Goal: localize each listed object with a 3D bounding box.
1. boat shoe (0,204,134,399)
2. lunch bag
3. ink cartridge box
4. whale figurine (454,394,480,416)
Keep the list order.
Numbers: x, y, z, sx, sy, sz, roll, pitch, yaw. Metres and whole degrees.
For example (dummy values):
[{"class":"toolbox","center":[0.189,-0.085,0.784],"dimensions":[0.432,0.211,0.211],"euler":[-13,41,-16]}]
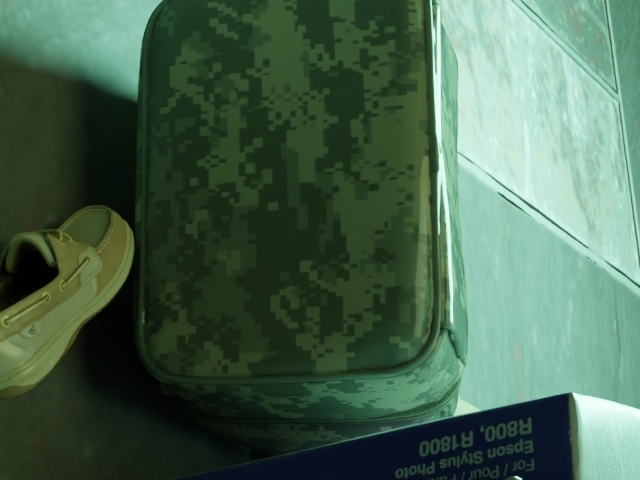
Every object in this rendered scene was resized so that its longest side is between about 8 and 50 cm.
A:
[{"class":"boat shoe","center":[-0.162,0.022,1.029],"dimensions":[0.059,0.063,0.170],"euler":[67,28,-28]},{"class":"lunch bag","center":[0.000,0.000,1.191],"dimensions":[0.256,0.212,0.305],"euler":[56,30,-67]},{"class":"ink cartridge box","center":[0.038,0.157,1.053],"dimensions":[0.330,0.324,0.071],"euler":[22,57,-58]},{"class":"whale figurine","center":[0.119,0.228,1.422],"dimensions":[0.272,0.141,0.216],"euler":[55,23,15]}]
